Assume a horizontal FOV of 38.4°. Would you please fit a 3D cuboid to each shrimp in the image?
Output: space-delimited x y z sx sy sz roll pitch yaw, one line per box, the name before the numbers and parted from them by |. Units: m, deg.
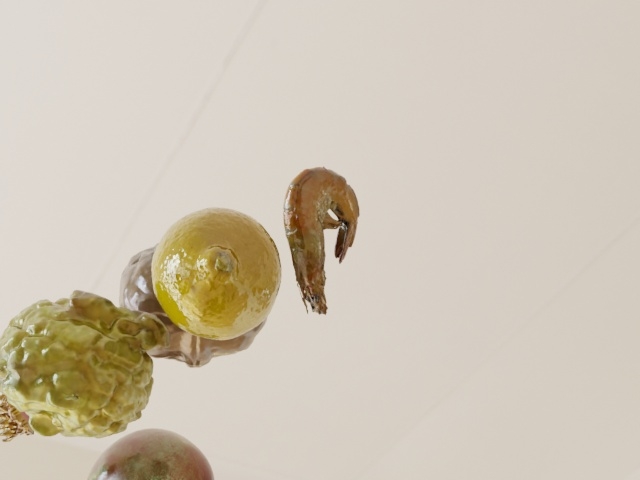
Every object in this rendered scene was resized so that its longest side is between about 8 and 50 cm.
shrimp | 0.000 0.000 1.539 0.150 0.068 0.248 2 -86 -30

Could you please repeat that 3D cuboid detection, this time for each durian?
durian | -0.535 0.256 1.742 0.154 0.260 0.186 -24 -92 30

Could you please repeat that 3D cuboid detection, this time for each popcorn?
popcorn | -0.343 0.175 1.357 0.252 0.237 0.205 -29 -61 -6

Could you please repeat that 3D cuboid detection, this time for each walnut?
walnut | -0.220 0.100 1.596 0.273 0.273 0.227 24 -72 -25

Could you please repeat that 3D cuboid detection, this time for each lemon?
lemon | -0.145 0.046 1.282 0.187 0.186 0.244 -2 -3 -2

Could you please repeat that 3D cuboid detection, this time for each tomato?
tomato | -0.357 0.507 1.869 0.270 0.270 0.223 -35 -56 26
